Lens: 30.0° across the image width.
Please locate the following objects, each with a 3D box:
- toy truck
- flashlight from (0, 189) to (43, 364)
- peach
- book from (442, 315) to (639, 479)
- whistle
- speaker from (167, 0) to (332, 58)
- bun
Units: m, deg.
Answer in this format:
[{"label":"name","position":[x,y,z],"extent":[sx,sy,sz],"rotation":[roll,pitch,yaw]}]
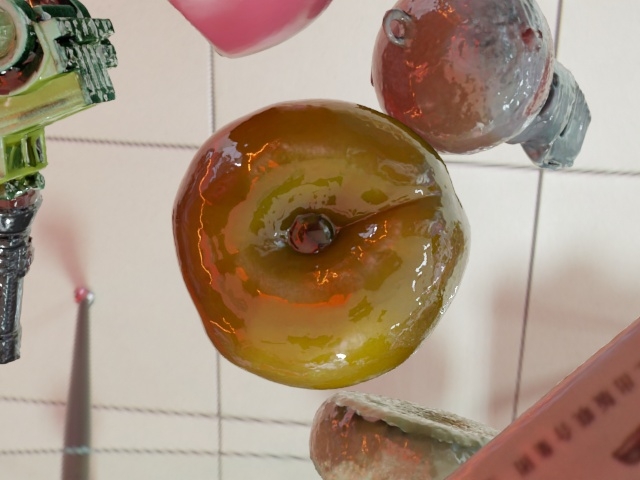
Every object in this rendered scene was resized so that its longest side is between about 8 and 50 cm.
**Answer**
[{"label":"toy truck","position":[-0.242,-0.058,0.732],"extent":[0.260,0.128,0.135],"rotation":[-24,96,12]},{"label":"flashlight","position":[-0.364,0.032,1.359],"extent":[0.093,0.093,0.232],"rotation":[9,114,3]},{"label":"peach","position":[0.000,0.000,0.998],"extent":[0.251,0.153,0.251],"rotation":[0,84,-1]},{"label":"book","position":[0.148,0.196,0.286],"extent":[0.260,0.043,0.371],"rotation":[-43,62,13]},{"label":"whistle","position":[0.186,-0.156,1.186],"extent":[0.348,0.189,0.189],"rotation":[20,123,-43]},{"label":"speaker","position":[-0.104,-0.296,0.968],"extent":[0.294,0.294,0.294],"rotation":[3,116,6]},{"label":"bun","position":[0.080,0.209,1.075],"extent":[0.195,0.195,0.118],"rotation":[17,92,-1]}]
